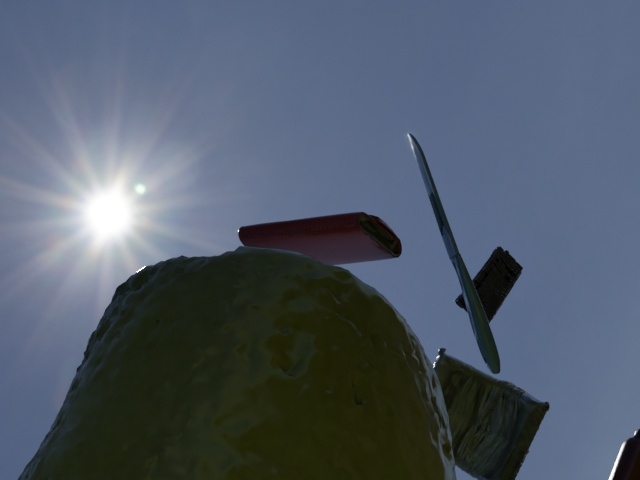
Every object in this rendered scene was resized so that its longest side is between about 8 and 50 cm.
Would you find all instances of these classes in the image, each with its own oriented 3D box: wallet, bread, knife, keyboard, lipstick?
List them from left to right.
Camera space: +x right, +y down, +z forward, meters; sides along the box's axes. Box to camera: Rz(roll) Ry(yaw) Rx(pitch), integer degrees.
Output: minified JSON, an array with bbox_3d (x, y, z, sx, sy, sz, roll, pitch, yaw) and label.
[{"bbox_3d":[-0.059,0.199,0.713,0.348,0.348,0.308,64,-151,-43],"label":"bread"},{"bbox_3d":[0.000,0.000,1.402,0.142,0.204,0.045,36,-126,-54],"label":"wallet"},{"bbox_3d":[0.160,0.011,1.158,0.019,0.044,0.313,-16,-99,-9],"label":"knife"},{"bbox_3d":[0.312,0.079,1.732,0.023,0.072,0.231,-48,-4,37],"label":"keyboard"},{"bbox_3d":[0.493,0.509,1.648,0.418,0.077,0.077,-57,-39,-27],"label":"lipstick"}]

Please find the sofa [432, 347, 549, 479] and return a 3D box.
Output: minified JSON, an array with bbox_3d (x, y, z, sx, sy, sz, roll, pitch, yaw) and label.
[{"bbox_3d":[0.285,0.344,1.814,0.210,0.225,0.176,-62,-4,0],"label":"sofa"}]
